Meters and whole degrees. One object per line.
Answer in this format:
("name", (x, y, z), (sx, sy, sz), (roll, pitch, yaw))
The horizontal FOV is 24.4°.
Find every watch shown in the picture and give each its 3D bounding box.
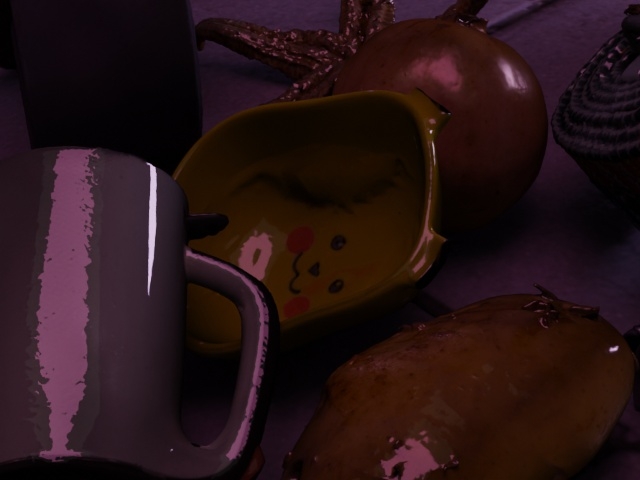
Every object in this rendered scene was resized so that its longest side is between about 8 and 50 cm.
("watch", (-0.212, -0.203, 1.395), (0.314, 0.335, 0.327), (-8, 56, -11))

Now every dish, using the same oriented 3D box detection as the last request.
("dish", (0.000, 0.000, 1.170), (0.262, 0.108, 0.221), (-14, 57, 24))

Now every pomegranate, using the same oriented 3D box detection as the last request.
("pomegranate", (0.100, -0.101, 1.264), (0.191, 0.191, 0.191), (-4, 37, 3))

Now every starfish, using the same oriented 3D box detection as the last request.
("starfish", (0.029, -0.192, 1.468), (0.327, 0.094, 0.375), (-19, 39, 13))

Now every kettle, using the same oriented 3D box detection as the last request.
("kettle", (-0.148, 0.077, 1.052), (0.240, 0.165, 0.255), (-2, 57, -1))

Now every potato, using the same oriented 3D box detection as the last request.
("potato", (0.080, 0.136, 0.994), (0.300, 0.140, 0.173), (-37, 42, -27))

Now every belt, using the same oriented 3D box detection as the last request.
("belt", (0.302, -0.108, 1.174), (0.207, 0.160, 0.295), (-41, 15, 5))

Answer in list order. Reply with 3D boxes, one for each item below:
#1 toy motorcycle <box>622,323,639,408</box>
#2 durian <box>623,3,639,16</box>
("toy motorcycle", (0.263, 0.120, 1.042), (0.122, 0.080, 0.215), (7, 44, 18))
("durian", (0.365, -0.164, 1.382), (0.148, 0.091, 0.188), (-2, 23, -27))
